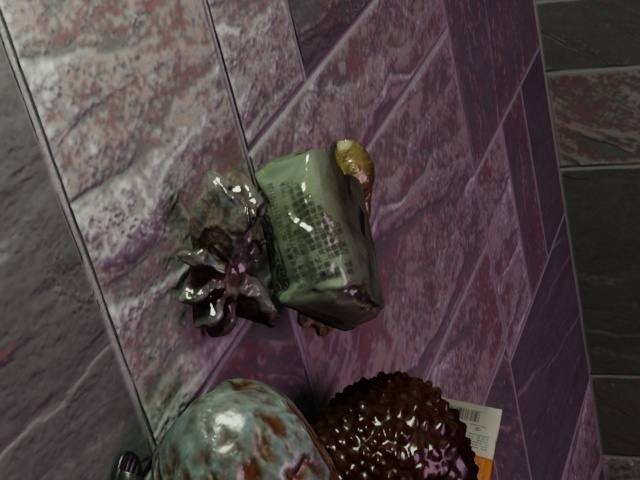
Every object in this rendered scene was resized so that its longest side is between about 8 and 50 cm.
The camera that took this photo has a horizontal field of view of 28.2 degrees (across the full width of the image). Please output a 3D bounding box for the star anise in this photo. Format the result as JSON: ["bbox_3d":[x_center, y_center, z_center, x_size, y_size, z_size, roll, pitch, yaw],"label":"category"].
[{"bbox_3d":[-0.120,0.020,1.718,0.198,0.111,0.257,-34,127,-63],"label":"star anise"}]

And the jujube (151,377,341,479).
[{"bbox_3d":[-0.082,0.323,1.618,0.308,0.215,0.246,61,32,-19],"label":"jujube"}]

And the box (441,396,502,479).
[{"bbox_3d":[0.237,0.475,2.356,0.341,0.144,0.224,-60,158,-61],"label":"box"}]

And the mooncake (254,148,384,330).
[{"bbox_3d":[-0.005,0.002,1.876,0.250,0.136,0.254,26,51,-68],"label":"mooncake"}]

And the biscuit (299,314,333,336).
[{"bbox_3d":[-0.015,0.046,2.051,0.228,0.031,0.176,54,41,-54],"label":"biscuit"}]

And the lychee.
[{"bbox_3d":[0.103,0.367,2.004,0.330,0.306,0.306,-95,173,-65],"label":"lychee"}]

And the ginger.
[{"bbox_3d":[0.063,-0.094,2.188,0.096,0.067,0.165,-89,170,-71],"label":"ginger"}]

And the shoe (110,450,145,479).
[{"bbox_3d":[-0.226,0.335,1.532,0.062,0.053,0.159,40,55,-56],"label":"shoe"}]
